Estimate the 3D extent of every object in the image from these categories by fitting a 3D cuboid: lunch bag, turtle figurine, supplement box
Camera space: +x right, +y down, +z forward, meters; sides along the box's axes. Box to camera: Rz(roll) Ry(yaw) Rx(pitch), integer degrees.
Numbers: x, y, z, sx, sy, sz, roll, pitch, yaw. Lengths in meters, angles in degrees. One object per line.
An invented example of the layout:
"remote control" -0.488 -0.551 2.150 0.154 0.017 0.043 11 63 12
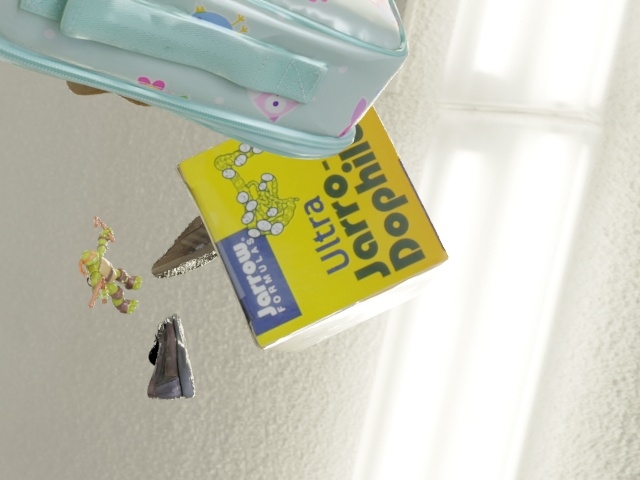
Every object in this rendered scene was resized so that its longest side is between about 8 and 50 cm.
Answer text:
"lunch bag" -0.091 -0.165 0.462 0.108 0.279 0.224 -53 -144 37
"turtle figurine" -0.519 0.092 1.840 0.087 0.217 0.269 -20 -130 9
"supplement box" 0.000 0.000 0.860 0.195 0.356 0.194 -26 -99 -1

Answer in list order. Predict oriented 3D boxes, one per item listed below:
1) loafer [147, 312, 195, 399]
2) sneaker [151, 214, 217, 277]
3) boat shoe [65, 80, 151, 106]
"loafer" -0.332 0.243 1.631 0.302 0.095 0.109 -129 -151 -65
"sneaker" -0.201 -0.002 1.268 0.188 0.066 0.071 -26 -104 0
"boat shoe" -0.294 -0.276 1.215 0.277 0.096 0.098 14 -61 34
